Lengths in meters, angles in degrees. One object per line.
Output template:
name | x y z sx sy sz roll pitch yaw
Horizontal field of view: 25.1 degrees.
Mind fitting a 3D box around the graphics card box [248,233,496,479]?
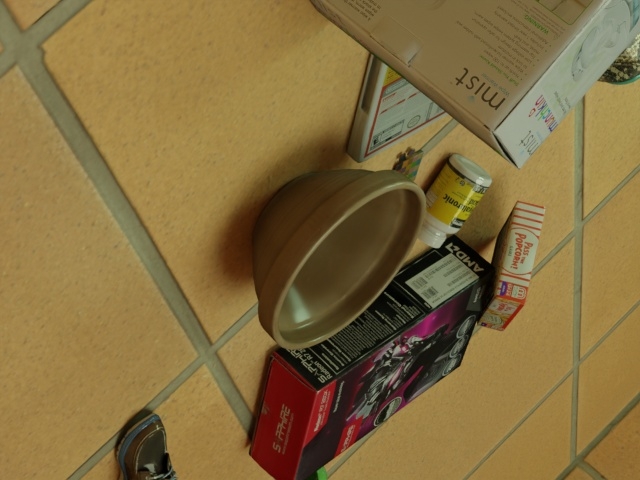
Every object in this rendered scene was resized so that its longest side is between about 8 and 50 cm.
graphics card box | 0.074 0.168 2.020 0.371 0.094 0.233 -32 150 -36

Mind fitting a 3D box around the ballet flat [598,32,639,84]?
ballet flat | 0.497 -0.399 1.843 0.483 0.164 0.182 -41 134 -13

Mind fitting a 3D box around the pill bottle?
pill bottle | 0.168 -0.050 1.890 0.065 0.065 0.116 -1 128 -58

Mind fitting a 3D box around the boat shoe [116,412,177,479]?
boat shoe | -0.205 0.282 1.756 0.066 0.066 0.183 -32 151 -33

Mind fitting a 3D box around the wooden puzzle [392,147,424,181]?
wooden puzzle | 0.106 -0.086 1.803 0.049 0.006 0.083 -29 149 -37

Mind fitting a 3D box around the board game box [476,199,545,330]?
board game box | 0.274 0.040 2.085 0.193 0.045 0.147 95 9 -76

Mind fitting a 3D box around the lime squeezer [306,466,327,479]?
lime squeezer | -0.052 0.383 2.173 0.310 0.059 0.110 -50 156 6

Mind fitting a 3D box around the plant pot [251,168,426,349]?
plant pot | 0.000 0.000 1.631 0.237 0.109 0.237 -39 155 -22

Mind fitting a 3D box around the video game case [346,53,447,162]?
video game case | 0.131 -0.231 1.611 0.204 0.025 0.285 -30 150 -34

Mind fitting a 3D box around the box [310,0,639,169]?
box | 0.153 -0.241 1.347 0.231 0.262 0.127 -50 156 2
